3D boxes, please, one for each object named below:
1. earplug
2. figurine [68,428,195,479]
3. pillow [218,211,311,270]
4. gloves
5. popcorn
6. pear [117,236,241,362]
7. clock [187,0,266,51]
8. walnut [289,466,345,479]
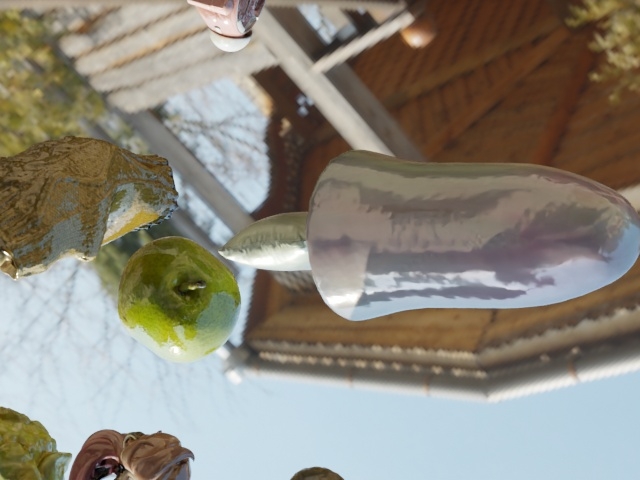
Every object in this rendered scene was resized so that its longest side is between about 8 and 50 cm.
[{"bbox_3d":[0.154,-0.002,1.124,0.301,0.172,0.172,2,-133,39],"label":"earplug"},{"bbox_3d":[-0.190,0.243,1.269,0.157,0.126,0.114,-46,-175,30],"label":"figurine"},{"bbox_3d":[0.000,0.000,1.618,0.144,0.078,0.254,-1,-179,38],"label":"pillow"},{"bbox_3d":[-0.334,-0.049,1.531,0.203,0.155,0.356,-12,-171,32],"label":"gloves"},{"bbox_3d":[-0.438,0.328,1.614,0.195,0.168,0.173,-57,-157,16],"label":"popcorn"},{"bbox_3d":[-0.197,0.077,1.677,0.166,0.180,0.216,-36,174,-16],"label":"pear"},{"bbox_3d":[-0.134,-0.381,1.817,0.162,0.092,0.166,54,56,-71],"label":"clock"},{"bbox_3d":[-0.004,0.483,2.183,0.140,0.140,0.162,-28,-156,33],"label":"walnut"}]
